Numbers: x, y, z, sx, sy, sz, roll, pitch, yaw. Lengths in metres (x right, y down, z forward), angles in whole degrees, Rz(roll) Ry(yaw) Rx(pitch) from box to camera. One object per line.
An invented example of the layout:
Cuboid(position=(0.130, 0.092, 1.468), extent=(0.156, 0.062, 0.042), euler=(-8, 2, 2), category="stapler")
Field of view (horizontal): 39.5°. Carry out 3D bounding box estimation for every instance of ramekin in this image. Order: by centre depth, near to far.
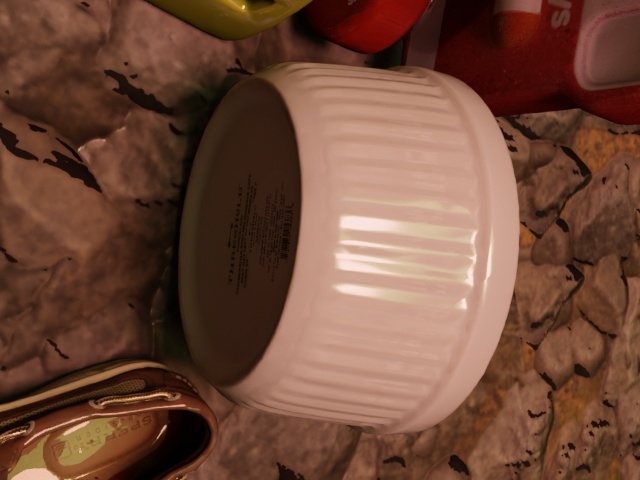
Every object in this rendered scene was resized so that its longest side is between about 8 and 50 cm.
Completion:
Cuboid(position=(0.000, 0.000, 0.487), extent=(0.109, 0.207, 0.207), euler=(8, 90, -28), category="ramekin")

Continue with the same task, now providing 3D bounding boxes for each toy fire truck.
Cuboid(position=(0.141, -0.212, 0.529), extent=(0.169, 0.254, 0.302), euler=(16, 84, -37), category="toy fire truck")

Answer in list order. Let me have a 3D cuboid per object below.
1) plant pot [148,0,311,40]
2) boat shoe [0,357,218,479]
Cuboid(position=(-0.040, -0.253, 0.425), extent=(0.227, 0.207, 0.228), euler=(25, 79, -35), category="plant pot")
Cuboid(position=(-0.166, 0.131, 0.438), extent=(0.257, 0.095, 0.095), euler=(-28, 110, -31), category="boat shoe")
